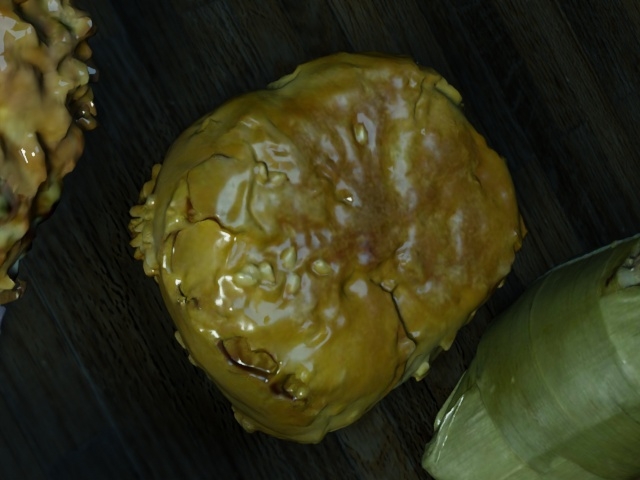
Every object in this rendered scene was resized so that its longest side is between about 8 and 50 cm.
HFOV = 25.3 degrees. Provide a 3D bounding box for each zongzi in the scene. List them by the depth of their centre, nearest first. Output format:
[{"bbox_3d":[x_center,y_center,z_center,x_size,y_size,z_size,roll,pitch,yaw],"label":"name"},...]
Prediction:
[{"bbox_3d":[0.297,0.048,1.187,0.174,0.356,0.393,50,40,-2],"label":"zongzi"}]

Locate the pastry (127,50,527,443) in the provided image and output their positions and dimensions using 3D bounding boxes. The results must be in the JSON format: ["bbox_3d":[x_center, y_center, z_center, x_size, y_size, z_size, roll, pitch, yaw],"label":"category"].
[{"bbox_3d":[0.000,0.000,1.043,0.311,0.162,0.255,-25,101,-39],"label":"pastry"}]

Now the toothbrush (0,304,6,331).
[{"bbox_3d":[-0.229,0.192,0.817,0.029,0.024,0.354,36,49,-36],"label":"toothbrush"}]

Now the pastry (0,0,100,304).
[{"bbox_3d":[-0.285,-0.098,0.688,0.337,0.292,0.405,12,62,-28],"label":"pastry"}]
